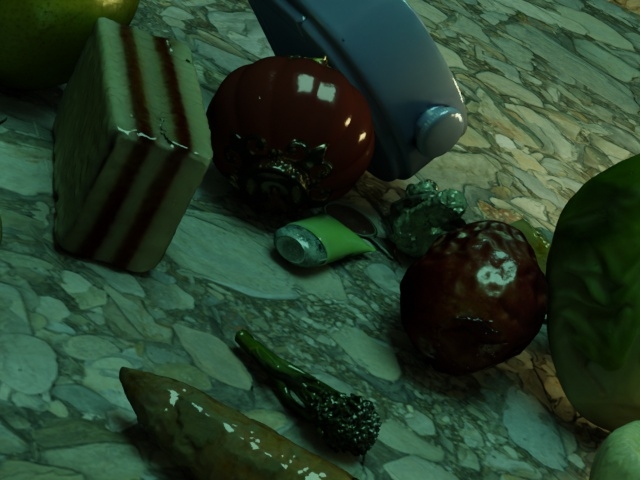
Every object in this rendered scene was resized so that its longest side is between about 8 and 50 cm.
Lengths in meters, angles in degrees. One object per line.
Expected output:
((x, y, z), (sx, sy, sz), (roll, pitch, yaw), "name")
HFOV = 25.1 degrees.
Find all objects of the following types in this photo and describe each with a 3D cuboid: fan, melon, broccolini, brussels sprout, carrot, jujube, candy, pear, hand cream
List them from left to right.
((-0.364, -0.339, 1.825), (0.294, 0.294, 0.294), (23, 25, -11), "pear")
((-0.225, -0.117, 1.688), (0.135, 0.179, 0.320), (17, 27, -22), "candy")
((-0.085, 0.194, 1.338), (0.263, 0.102, 0.102), (33, 25, 13), "carrot")
((-0.021, 0.165, 1.530), (0.203, 0.068, 0.091), (27, 7, 36), "broccolini")
((0.000, 0.000, 1.858), (0.095, 0.046, 0.175), (35, 19, 17), "hand cream")
((0.057, -0.014, 1.986), (0.085, 0.005, 0.133), (-3, 38, -49), "fan")
((0.187, 0.065, 1.754), (0.183, 0.183, 0.243), (27, 24, -2), "jujube")
((0.324, 0.043, 2.052), (0.202, 0.093, 0.139), (41, 20, 17), "melon")
((0.419, 0.066, 1.790), (0.289, 0.354, 0.281), (13, -11, 22), "brussels sprout")

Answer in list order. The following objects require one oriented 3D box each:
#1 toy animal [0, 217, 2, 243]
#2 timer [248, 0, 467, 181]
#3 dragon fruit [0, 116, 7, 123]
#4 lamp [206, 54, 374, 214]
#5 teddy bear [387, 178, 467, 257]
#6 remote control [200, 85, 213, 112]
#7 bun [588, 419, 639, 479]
((-0.367, 0.007, 1.445), (0.098, 0.137, 0.098), (-10, 5, 1), "toy animal")
((0.075, -0.257, 2.067), (0.395, 0.173, 0.395), (51, -9, 11), "timer")
((-0.447, -0.133, 1.430), (0.293, 0.233, 0.234), (11, 24, 6), "dragon fruit")
((-0.041, -0.135, 1.876), (0.227, 0.227, 0.227), (23, 25, -11), "lamp")
((0.145, -0.019, 1.987), (0.111, 0.133, 0.213), (-23, 15, -5), "teddy bear")
((-0.222, -0.222, 2.068), (0.250, 0.034, 0.103), (42, 28, 27), "remote control")
((0.410, 0.301, 1.571), (0.244, 0.153, 0.244), (7, 18, -2), "bun")
